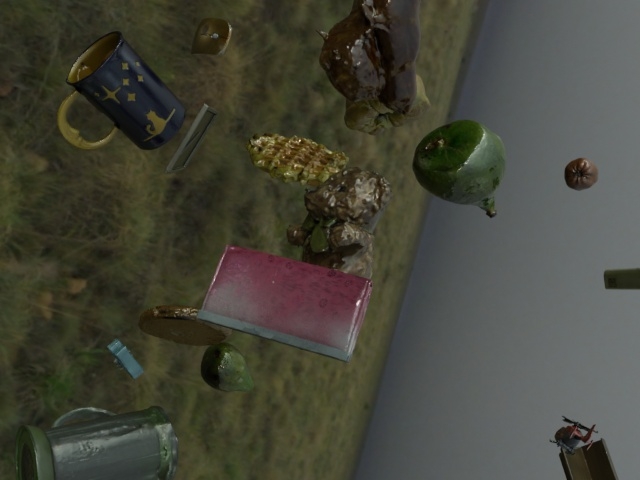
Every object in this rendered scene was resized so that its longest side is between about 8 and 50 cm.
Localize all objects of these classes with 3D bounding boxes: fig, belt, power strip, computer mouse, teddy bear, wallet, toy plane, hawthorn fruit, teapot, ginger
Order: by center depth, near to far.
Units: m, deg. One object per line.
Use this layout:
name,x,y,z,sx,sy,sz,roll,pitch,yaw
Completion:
wallet,-0.051,0.082,0.909,0.025,0.232,0.119,55,52,-63
toy plane,0.444,0.342,1.147,0.060,0.037,0.145,-53,172,-10
teddy bear,-0.010,0.001,1.158,0.246,0.296,0.223,175,-100,-71
hawthorn fruit,0.530,-0.135,1.325,0.103,0.066,0.067,-18,125,-62
fig,0.329,-0.144,1.482,0.235,0.203,0.203,56,43,-41
ginger,0.115,-0.505,1.484,0.176,0.254,0.419,-157,-109,-69
teapot,-0.501,0.473,1.486,0.336,0.270,0.201,-1,114,-37
power strip,0.821,0.094,1.635,0.338,0.098,0.058,110,-22,-85
fig,-0.237,0.345,1.741,0.123,0.156,0.123,-42,-148,33
computer mouse,-0.304,-0.548,1.772,0.199,0.044,0.102,26,-82,52
belt,-0.643,0.377,2.131,0.065,0.100,0.179,-41,140,-24

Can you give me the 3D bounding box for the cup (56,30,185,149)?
cup,-0.506,-0.342,1.633,0.256,0.254,0.179,49,22,-40

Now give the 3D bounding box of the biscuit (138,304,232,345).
biscuit,-0.320,0.202,1.557,0.226,0.225,0.042,90,4,-63

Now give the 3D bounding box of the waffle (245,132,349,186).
waffle,-0.052,-0.210,1.712,0.301,0.281,0.058,-117,-144,-59

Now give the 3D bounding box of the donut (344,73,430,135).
donut,0.188,-0.412,1.949,0.208,0.261,0.128,10,71,-49

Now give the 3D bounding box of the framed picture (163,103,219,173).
framed picture,-0.362,-0.288,1.865,0.213,0.016,0.289,-57,-173,6

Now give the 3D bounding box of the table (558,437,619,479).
table,0.621,0.574,1.466,0.167,0.167,0.227,91,-10,-61
